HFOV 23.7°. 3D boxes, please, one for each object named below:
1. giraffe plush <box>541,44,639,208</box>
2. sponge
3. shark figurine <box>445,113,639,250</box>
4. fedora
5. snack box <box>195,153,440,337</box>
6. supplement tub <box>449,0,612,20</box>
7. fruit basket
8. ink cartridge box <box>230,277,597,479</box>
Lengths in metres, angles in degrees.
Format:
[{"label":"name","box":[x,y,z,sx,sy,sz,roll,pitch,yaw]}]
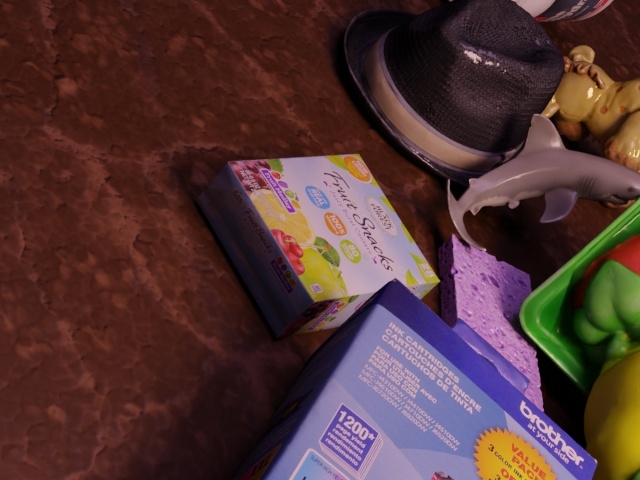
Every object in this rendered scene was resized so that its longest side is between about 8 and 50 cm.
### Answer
[{"label":"giraffe plush","box":[0.380,-0.171,2.057,0.170,0.210,0.181,24,32,21]},{"label":"sponge","box":[0.186,0.095,1.675,0.117,0.031,0.210,28,37,-23]},{"label":"shark figurine","box":[0.237,-0.086,1.787,0.278,0.116,0.166,-11,25,-23]},{"label":"fedora","box":[0.191,-0.213,1.894,0.334,0.152,0.334,27,38,-24]},{"label":"snack box","box":[0.000,0.000,1.549,0.207,0.070,0.174,-7,59,-51]},{"label":"supplement tub","box":[0.302,-0.406,2.173,0.272,0.191,0.191,-12,63,-50]},{"label":"fruit basket","box":[0.400,0.147,1.635,0.392,0.283,0.392,44,12,-13]},{"label":"ink cartridge box","box":[0.079,0.219,1.340,0.270,0.151,0.395,42,33,-4]}]
